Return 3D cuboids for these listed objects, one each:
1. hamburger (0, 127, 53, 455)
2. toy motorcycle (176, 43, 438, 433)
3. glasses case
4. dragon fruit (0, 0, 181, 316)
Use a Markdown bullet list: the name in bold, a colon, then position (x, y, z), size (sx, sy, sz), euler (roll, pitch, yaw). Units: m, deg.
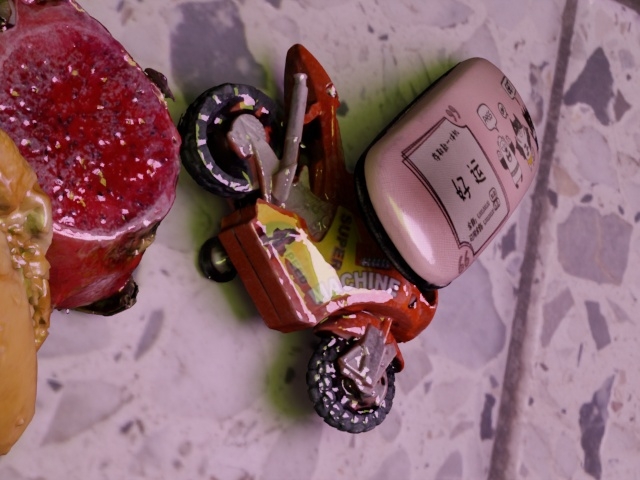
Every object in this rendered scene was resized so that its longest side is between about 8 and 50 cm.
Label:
- **hamburger**: position (-0.297, 0.021, 0.769), size (0.318, 0.318, 0.158), euler (36, 44, -22)
- **toy motorcycle**: position (-0.001, 0.001, 1.077), size (0.171, 0.089, 0.298), euler (-31, 98, -32)
- **glasses case**: position (0.110, -0.062, 1.103), size (0.122, 0.075, 0.314), euler (57, 32, -8)
- **dragon fruit**: position (-0.200, -0.066, 0.935), size (0.211, 0.147, 0.282), euler (-37, 103, -29)
